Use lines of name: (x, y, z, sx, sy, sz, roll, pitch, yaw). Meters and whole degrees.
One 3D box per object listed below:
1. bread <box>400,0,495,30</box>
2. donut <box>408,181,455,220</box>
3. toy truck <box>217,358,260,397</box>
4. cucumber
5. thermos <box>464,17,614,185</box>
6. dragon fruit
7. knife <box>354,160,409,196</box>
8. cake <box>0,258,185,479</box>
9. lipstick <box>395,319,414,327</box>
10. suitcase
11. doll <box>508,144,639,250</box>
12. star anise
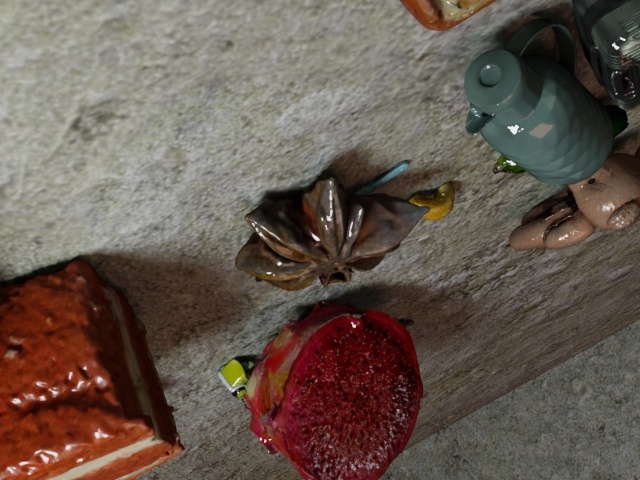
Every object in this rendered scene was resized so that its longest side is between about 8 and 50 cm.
bread: (0.157, -0.310, 0.774, 0.244, 0.123, 0.190, -33, 152, 18)
donut: (0.185, -0.069, 1.381, 0.083, 0.067, 0.038, 14, 156, -2)
toy truck: (-0.159, 0.286, 1.758, 0.077, 0.076, 0.111, -50, 150, 9)
cucumber: (0.382, -0.158, 1.331, 0.227, 0.069, 0.069, -22, 155, 8)
thermos: (0.296, -0.187, 1.121, 0.286, 0.145, 0.182, 20, 100, -54)
dragon fruit: (0.008, 0.302, 1.661, 0.386, 0.371, 0.249, -2, -177, -38)
knife: (0.095, -0.095, 1.278, 0.096, 0.010, 0.027, -33, 149, 17)
cake: (-0.376, 0.227, 1.221, 0.269, 0.270, 0.319, -22, 157, -3)
lipstick: (0.179, 0.195, 1.904, 0.107, 0.025, 0.025, -7, 152, -44)
suitcase: (0.475, -0.306, 1.033, 0.312, 0.128, 0.202, -29, 154, 14)
doll: (0.452, -0.078, 1.501, 0.303, 0.156, 0.201, -23, -156, 47)
star anise: (0.012, -0.011, 1.261, 0.315, 0.108, 0.315, -14, 149, -8)
